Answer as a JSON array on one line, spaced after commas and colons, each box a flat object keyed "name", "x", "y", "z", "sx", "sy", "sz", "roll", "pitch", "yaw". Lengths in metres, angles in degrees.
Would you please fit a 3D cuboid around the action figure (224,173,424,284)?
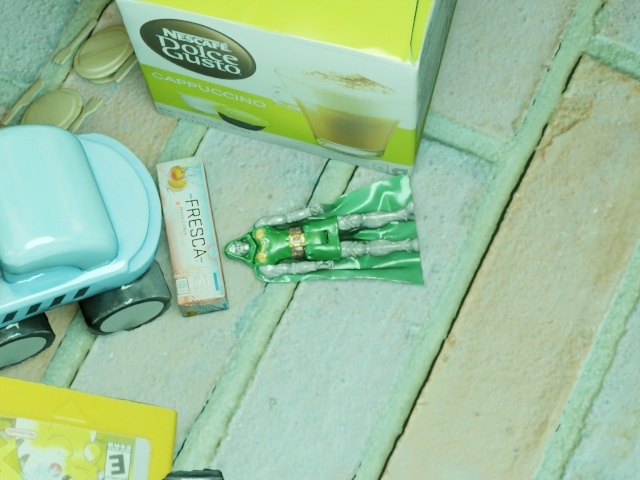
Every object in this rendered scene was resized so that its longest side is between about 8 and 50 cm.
[{"name": "action figure", "x": 0.000, "y": 0.000, "z": 1.895, "sx": 0.232, "sy": 0.063, "sz": 0.137, "roll": -8, "pitch": 75, "yaw": 3}]

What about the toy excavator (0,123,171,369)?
[{"name": "toy excavator", "x": -0.381, "y": -0.024, "z": 1.691, "sx": 0.433, "sy": 0.445, "sz": 0.222, "roll": -18, "pitch": 71, "yaw": -13}]

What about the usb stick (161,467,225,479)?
[{"name": "usb stick", "x": -0.142, "y": 0.393, "z": 1.761, "sx": 0.077, "sy": 0.045, "sz": 0.277, "roll": 3, "pitch": 79, "yaw": -15}]

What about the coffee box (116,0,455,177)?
[{"name": "coffee box", "x": -0.011, "y": -0.318, "z": 1.850, "sx": 0.338, "sy": 0.334, "sz": 0.338, "roll": 14, "pitch": 73, "yaw": 7}]

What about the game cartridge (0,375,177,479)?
[{"name": "game cartridge", "x": -0.296, "y": 0.321, "z": 1.723, "sx": 0.285, "sy": 0.053, "sz": 0.323, "roll": 15, "pitch": 68, "yaw": -33}]

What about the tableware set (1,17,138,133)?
[{"name": "tableware set", "x": -0.293, "y": -0.186, "z": 1.964, "sx": 0.128, "sy": 0.039, "sz": 0.194, "roll": 21, "pitch": 65, "yaw": 40}]

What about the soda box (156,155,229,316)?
[{"name": "soda box", "x": -0.153, "y": -0.004, "z": 1.897, "sx": 0.058, "sy": 0.063, "sz": 0.183, "roll": -10, "pitch": 73, "yaw": -1}]
